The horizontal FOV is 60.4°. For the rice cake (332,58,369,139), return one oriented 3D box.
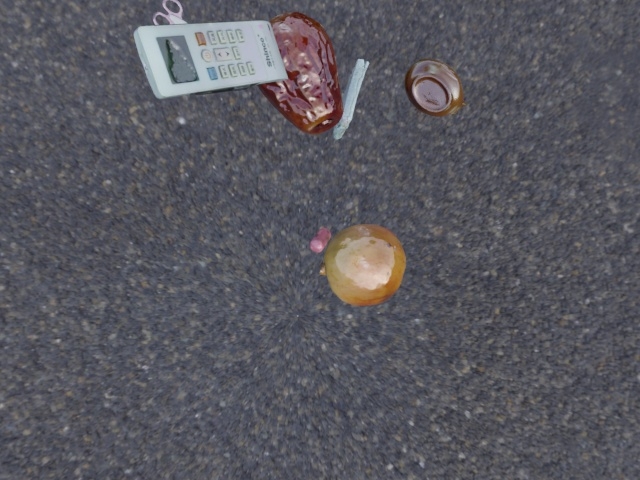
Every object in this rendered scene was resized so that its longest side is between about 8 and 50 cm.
[{"bbox_3d":[0.084,-0.404,1.590,0.038,0.124,0.211,19,68,-7],"label":"rice cake"}]

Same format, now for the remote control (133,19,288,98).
[{"bbox_3d":[-0.097,-0.171,0.524,0.166,0.029,0.065,-26,102,-45],"label":"remote control"}]

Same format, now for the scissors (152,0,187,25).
[{"bbox_3d":[-0.352,-0.557,1.446,0.176,0.022,0.085,37,94,-5],"label":"scissors"}]

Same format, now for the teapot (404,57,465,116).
[{"bbox_3d":[0.220,-0.290,1.045,0.129,0.098,0.078,39,42,-9],"label":"teapot"}]

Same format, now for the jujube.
[{"bbox_3d":[-0.046,-0.361,1.201,0.189,0.190,0.255,-25,85,-5],"label":"jujube"}]

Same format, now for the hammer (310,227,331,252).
[{"bbox_3d":[0.000,0.000,1.453,0.043,0.083,0.043,9,122,15],"label":"hammer"}]

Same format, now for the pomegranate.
[{"bbox_3d":[0.094,0.049,1.204,0.191,0.191,0.191,0,82,-2],"label":"pomegranate"}]
